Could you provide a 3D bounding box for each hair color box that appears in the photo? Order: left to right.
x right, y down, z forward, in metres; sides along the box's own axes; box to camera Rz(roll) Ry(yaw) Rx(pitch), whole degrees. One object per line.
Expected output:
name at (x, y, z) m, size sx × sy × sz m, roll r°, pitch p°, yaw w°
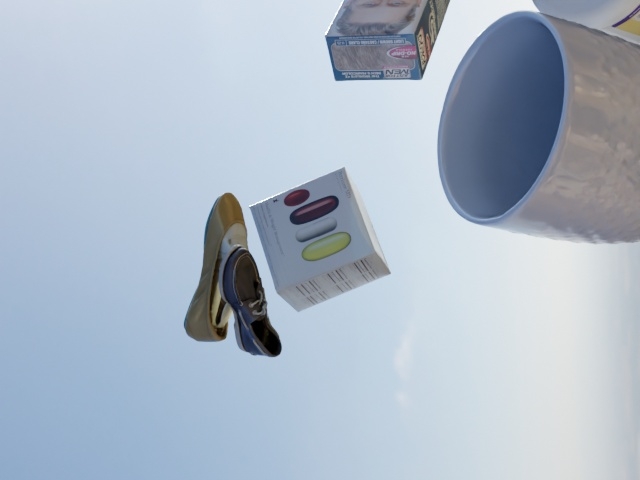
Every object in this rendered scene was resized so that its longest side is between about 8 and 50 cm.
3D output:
hair color box at (0.143, -0.447, 1.852) m, size 0.347 × 0.174 × 0.105 m, roll -69°, pitch -27°, yaw -44°

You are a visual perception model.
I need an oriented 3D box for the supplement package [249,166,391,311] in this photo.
supplement package at (0.000, 0.000, 1.848) m, size 0.149 × 0.203 × 0.194 m, roll 51°, pitch -162°, yaw -66°

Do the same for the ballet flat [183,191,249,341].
ballet flat at (-0.143, 0.044, 1.447) m, size 0.080 × 0.073 × 0.232 m, roll 14°, pitch -92°, yaw -58°

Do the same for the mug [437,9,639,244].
mug at (0.349, -0.150, 1.299) m, size 0.374 × 0.328 × 0.276 m, roll 52°, pitch 128°, yaw 58°

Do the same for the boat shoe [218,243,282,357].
boat shoe at (-0.096, 0.093, 1.408) m, size 0.075 × 0.065 × 0.206 m, roll -44°, pitch -40°, yaw -36°

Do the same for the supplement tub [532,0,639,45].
supplement tub at (0.525, -0.447, 1.591) m, size 0.331 × 0.241 × 0.241 m, roll 1°, pitch -92°, yaw -44°
